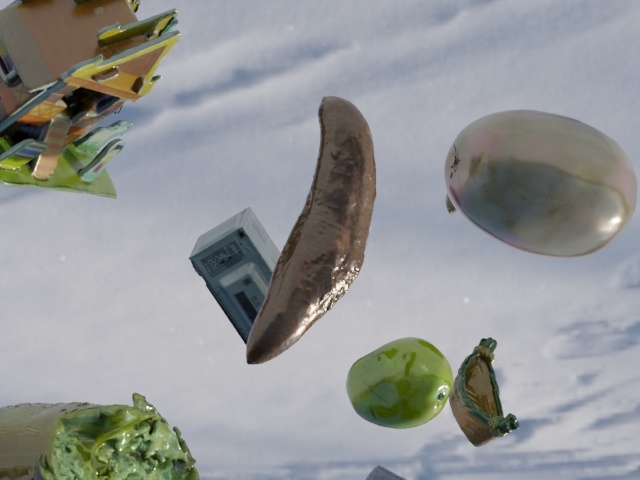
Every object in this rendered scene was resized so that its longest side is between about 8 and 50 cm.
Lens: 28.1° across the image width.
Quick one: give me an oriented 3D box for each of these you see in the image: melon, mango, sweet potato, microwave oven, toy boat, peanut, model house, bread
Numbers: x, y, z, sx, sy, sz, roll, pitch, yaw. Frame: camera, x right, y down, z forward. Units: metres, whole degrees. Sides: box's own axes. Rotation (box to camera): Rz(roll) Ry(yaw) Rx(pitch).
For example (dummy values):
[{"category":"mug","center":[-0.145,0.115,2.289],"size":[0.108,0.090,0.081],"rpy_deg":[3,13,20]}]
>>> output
[{"category":"melon","center":[0.346,-0.087,1.983],"size":[0.317,0.223,0.223],"rpy_deg":[12,151,-23]},{"category":"mango","center":[0.106,0.194,1.695],"size":[0.089,0.117,0.163],"rpy_deg":[-2,158,-43]},{"category":"sweet potato","center":[0.004,-0.001,1.532],"size":[0.114,0.341,0.092],"rpy_deg":[23,169,-27]},{"category":"microwave oven","center":[-0.128,0.069,2.285],"size":[0.122,0.162,0.208],"rpy_deg":[-30,103,12]},{"category":"toy boat","center":[0.242,0.227,1.892],"size":[0.089,0.229,0.088],"rpy_deg":[38,110,-21]},{"category":"peanut","center":[0.235,-0.086,2.194],"size":[0.037,0.083,0.037],"rpy_deg":[21,179,0]},{"category":"model house","center":[-0.301,-0.232,1.798],"size":[0.313,0.242,0.357],"rpy_deg":[-30,167,16]},{"category":"bread","center":[-0.310,0.284,1.375],"size":[0.376,0.208,0.251],"rpy_deg":[-14,149,32]}]

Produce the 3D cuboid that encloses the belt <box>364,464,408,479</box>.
[{"category":"belt","center":[0.039,0.233,0.817],"size":[0.082,0.141,0.190],"rpy_deg":[22,129,12]}]
